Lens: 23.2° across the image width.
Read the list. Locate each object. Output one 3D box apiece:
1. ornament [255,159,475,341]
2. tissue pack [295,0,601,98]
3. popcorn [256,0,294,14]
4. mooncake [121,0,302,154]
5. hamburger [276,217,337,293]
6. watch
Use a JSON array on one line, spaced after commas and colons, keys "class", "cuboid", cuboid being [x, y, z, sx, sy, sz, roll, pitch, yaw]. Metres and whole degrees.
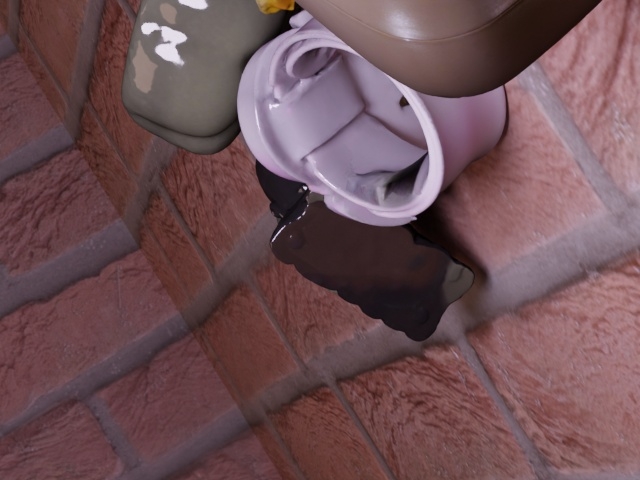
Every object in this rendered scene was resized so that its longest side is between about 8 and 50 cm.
[{"class": "ornament", "cuboid": [0.035, -0.038, 1.695, 0.251, 0.106, 0.260, 34, -161, -23]}, {"class": "tissue pack", "cuboid": [0.028, -0.297, 0.958, 0.387, 0.267, 0.277, 48, 173, 21]}, {"class": "popcorn", "cuboid": [-0.004, -0.278, 1.317, 0.170, 0.180, 0.180, 65, 164, -2]}, {"class": "mooncake", "cuboid": [-0.101, -0.218, 1.584, 0.135, 0.275, 0.275, 23, 159, 3]}, {"class": "hamburger", "cuboid": [0.000, 0.000, 2.025, 0.140, 0.062, 0.133, 44, 162, 38]}, {"class": "watch", "cuboid": [0.072, -0.122, 1.447, 0.231, 0.196, 0.244, -9, 119, 50]}]
